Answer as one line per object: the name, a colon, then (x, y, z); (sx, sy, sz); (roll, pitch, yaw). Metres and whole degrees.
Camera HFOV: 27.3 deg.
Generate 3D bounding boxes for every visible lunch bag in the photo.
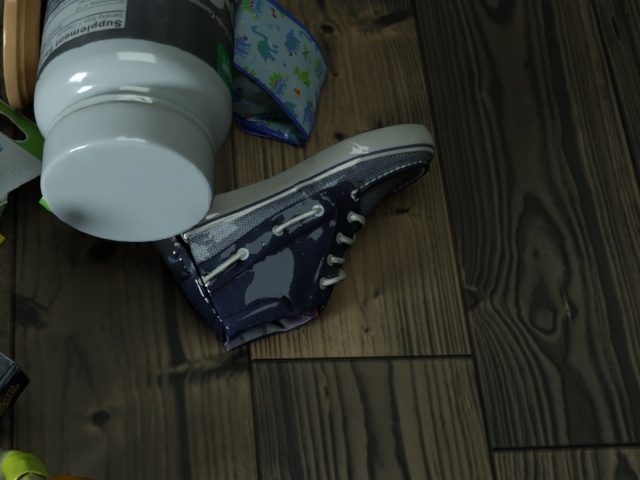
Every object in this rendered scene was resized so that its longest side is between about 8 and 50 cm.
lunch bag: (-0.062, -0.199, 1.557); (0.151, 0.096, 0.129); (32, 54, -26)

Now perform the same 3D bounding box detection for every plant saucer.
plant saucer: (-0.321, -0.245, 1.468); (0.037, 0.200, 0.200); (4, 59, -6)

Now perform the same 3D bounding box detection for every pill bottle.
pill bottle: (-0.193, -0.192, 1.393); (0.204, 0.204, 0.361); (4, 56, -8)

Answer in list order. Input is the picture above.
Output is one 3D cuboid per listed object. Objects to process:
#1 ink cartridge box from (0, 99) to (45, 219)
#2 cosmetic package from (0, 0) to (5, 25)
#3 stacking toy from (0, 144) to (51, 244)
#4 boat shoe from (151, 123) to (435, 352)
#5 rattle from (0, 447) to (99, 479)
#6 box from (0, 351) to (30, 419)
ink cartridge box: (-0.413, -0.064, 1.412); (0.189, 0.097, 0.255); (34, 35, 10)
cosmetic package: (-0.434, -0.353, 1.539); (0.184, 0.151, 0.151); (38, 60, 12)
stacking toy: (-0.358, -0.063, 1.316); (0.167, 0.052, 0.221); (41, 29, -3)
boat shoe: (0.000, 0.000, 1.444); (0.340, 0.127, 0.158); (-24, 73, -14)
rattle: (-0.293, 0.306, 1.248); (0.130, 0.143, 0.199); (6, 70, 30)
box: (-0.480, 0.162, 1.237); (0.295, 0.073, 0.293); (34, 75, 10)
